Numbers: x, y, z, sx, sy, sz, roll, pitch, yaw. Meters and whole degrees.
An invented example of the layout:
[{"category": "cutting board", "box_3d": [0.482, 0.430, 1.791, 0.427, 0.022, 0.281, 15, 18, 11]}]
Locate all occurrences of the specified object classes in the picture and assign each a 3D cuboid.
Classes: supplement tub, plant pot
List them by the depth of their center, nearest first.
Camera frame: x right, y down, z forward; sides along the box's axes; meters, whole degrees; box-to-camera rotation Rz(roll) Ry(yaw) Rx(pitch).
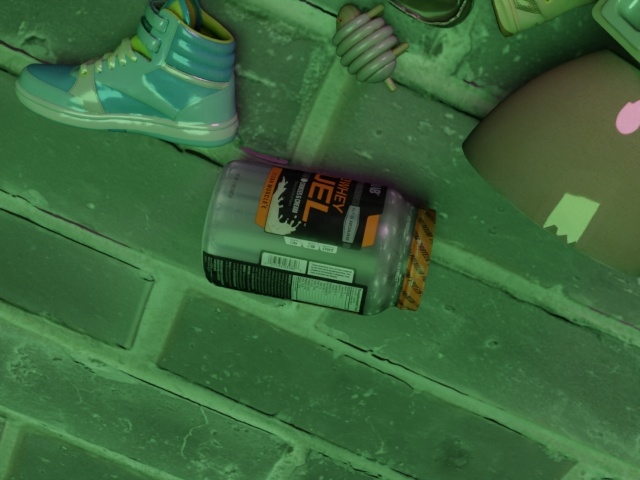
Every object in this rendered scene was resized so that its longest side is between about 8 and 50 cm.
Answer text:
[{"category": "plant pot", "box_3d": [0.346, -0.119, 0.911, 0.284, 0.284, 0.191, 30, 114, -7]}, {"category": "supplement tub", "box_3d": [0.000, 0.000, 1.087, 0.316, 0.193, 0.194, 11, 121, 4]}]

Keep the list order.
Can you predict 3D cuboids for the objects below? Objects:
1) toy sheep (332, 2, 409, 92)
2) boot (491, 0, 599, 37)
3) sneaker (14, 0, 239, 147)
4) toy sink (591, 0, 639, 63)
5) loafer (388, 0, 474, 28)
[{"category": "toy sheep", "box_3d": [0.066, -0.257, 0.991, 0.091, 0.091, 0.132, -33, 90, 25]}, {"category": "boot", "box_3d": [0.283, -0.386, 0.865, 0.203, 0.095, 0.262, -12, 122, 18]}, {"category": "sneaker", "box_3d": [-0.263, -0.259, 1.031, 0.319, 0.127, 0.208, 8, 123, -5]}, {"category": "toy sink", "box_3d": [0.413, -0.249, 0.828, 0.234, 0.153, 0.131, 11, 129, -40]}, {"category": "loafer", "box_3d": [0.083, -0.349, 0.931, 0.251, 0.087, 0.094, 32, 120, -8]}]
